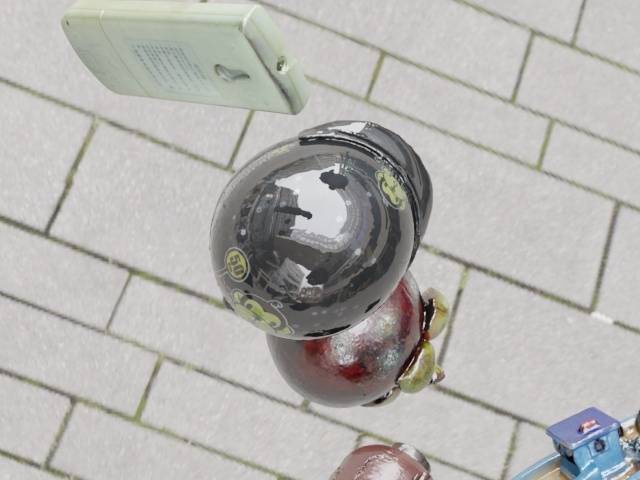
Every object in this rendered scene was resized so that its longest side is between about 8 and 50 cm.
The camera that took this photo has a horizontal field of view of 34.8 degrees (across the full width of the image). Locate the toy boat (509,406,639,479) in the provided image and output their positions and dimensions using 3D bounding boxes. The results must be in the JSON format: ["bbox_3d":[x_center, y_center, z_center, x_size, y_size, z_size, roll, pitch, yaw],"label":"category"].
[{"bbox_3d":[0.256,0.220,0.992,0.223,0.100,0.097,-23,109,-15],"label":"toy boat"}]

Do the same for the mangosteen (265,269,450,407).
[{"bbox_3d":[0.060,0.155,1.725,0.300,0.300,0.300,4,70,-11],"label":"mangosteen"}]

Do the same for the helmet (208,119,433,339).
[{"bbox_3d":[0.000,0.000,1.143,0.279,0.160,0.230,-37,101,12],"label":"helmet"}]

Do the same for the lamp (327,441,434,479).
[{"bbox_3d":[0.078,0.400,1.475,0.180,0.180,0.258,39,58,3],"label":"lamp"}]

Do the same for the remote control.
[{"bbox_3d":[-0.116,-0.153,0.841,0.233,0.098,0.038,13,60,39],"label":"remote control"}]
